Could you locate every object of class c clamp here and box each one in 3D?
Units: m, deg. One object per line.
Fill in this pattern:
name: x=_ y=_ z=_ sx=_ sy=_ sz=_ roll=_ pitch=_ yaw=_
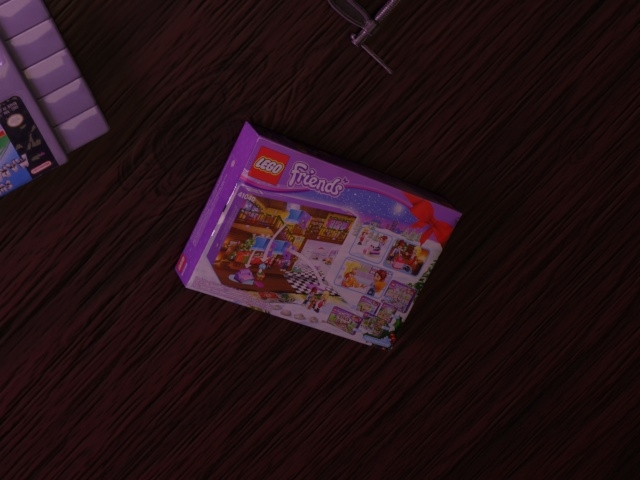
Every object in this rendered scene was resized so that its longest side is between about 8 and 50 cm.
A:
c clamp: x=0.076 y=-0.291 z=1.752 sx=0.137 sy=0.022 sz=0.160 roll=33 pitch=101 yaw=-26

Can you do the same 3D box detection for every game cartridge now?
game cartridge: x=-0.421 y=-0.123 z=1.612 sx=0.355 sy=0.068 sz=0.230 roll=-29 pitch=117 yaw=-6

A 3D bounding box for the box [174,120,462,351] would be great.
box: x=0.000 y=0.000 z=1.836 sx=0.293 sy=0.057 sz=0.201 roll=20 pitch=106 yaw=-28
